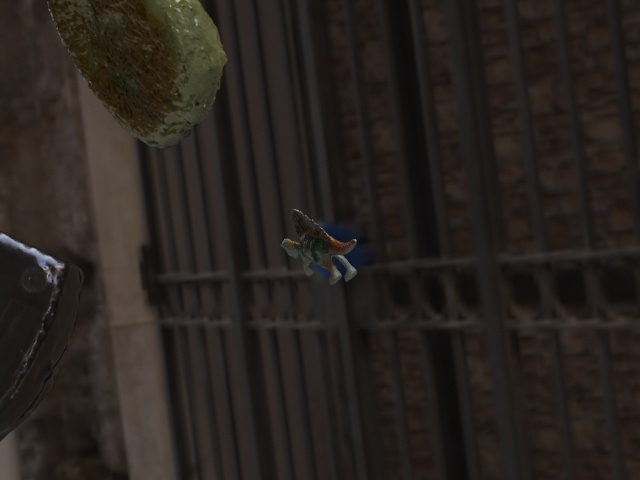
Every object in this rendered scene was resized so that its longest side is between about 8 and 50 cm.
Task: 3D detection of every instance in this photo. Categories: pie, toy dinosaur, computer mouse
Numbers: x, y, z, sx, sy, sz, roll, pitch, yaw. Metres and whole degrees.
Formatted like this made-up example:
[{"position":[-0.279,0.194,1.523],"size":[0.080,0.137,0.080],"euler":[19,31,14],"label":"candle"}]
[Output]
[{"position":[-0.253,-0.267,1.917],"size":[0.070,0.323,0.323],"euler":[-40,20,-32],"label":"pie"},{"position":[-0.003,0.002,1.750],"size":[0.044,0.106,0.187],"euler":[-38,-15,-14],"label":"toy dinosaur"},{"position":[-0.324,0.048,1.116],"size":[0.269,0.170,0.100],"euler":[25,-12,6],"label":"computer mouse"}]
